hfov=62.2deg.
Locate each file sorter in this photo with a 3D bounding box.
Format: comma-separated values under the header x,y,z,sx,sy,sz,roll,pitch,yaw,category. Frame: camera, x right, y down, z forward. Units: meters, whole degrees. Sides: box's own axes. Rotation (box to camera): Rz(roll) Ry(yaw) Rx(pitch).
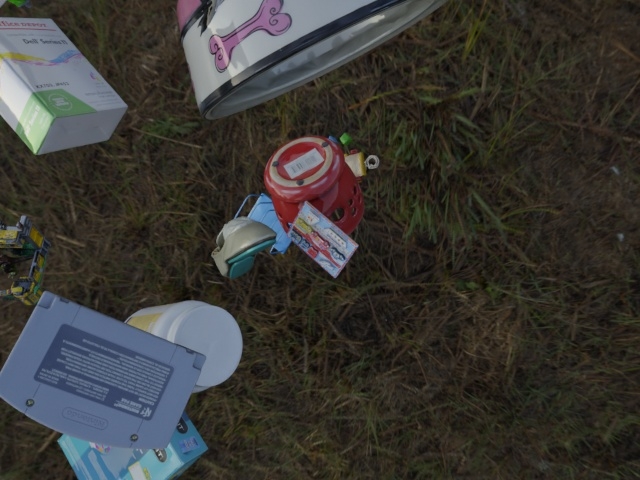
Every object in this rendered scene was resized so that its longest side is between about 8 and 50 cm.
x,y,z,sx,sy,sz,roll,pitch,yaw,category
-0.168,-0.051,1.649,0.170,0.104,0.118,38,107,15,file sorter

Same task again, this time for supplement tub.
x,y,z,sx,sy,sz,roll,pitch,yaw,category
-0.391,0.291,1.454,0.331,0.240,0.241,-13,77,46,supplement tub

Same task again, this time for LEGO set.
x,y,z,sx,sy,sz,roll,pitch,yaw,category
-0.928,0.046,1.466,0.330,0.192,0.255,8,62,3,LEGO set

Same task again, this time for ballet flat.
x,y,z,sx,sy,sz,roll,pitch,yaw,category
-0.141,0.005,0.905,0.086,0.248,0.086,7,71,-20,ballet flat

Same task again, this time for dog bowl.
x,y,z,sx,sy,sz,roll,pitch,yaw,category
-0.019,-0.328,0.757,0.407,0.408,0.151,-26,100,3,dog bowl

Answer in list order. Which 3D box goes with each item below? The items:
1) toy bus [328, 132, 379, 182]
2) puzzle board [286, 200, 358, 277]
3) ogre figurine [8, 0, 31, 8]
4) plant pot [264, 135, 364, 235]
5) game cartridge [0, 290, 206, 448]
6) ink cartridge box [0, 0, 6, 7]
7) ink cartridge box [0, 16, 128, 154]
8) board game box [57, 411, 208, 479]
x,y,z,sx,sy,sz,roll,pitch,yaw,category
0.094,-0.229,1.725,0.202,0.104,0.191,41,111,24,toy bus
0.000,0.000,0.984,0.128,0.011,0.096,41,132,10,puzzle board
-0.505,-0.423,0.785,0.196,0.118,0.097,24,82,1,ogre figurine
-0.017,-0.110,1.106,0.191,0.174,0.191,-10,51,13,plant pot
-0.370,0.234,0.903,0.297,0.062,0.198,28,79,-19,game cartridge
-0.769,-0.710,1.304,0.219,0.092,0.161,-22,62,32,ink cartridge box
-0.626,-0.369,1.158,0.353,0.207,0.119,48,123,3,ink cartridge box
-0.428,0.455,1.184,0.336,0.079,0.254,-47,72,25,board game box
